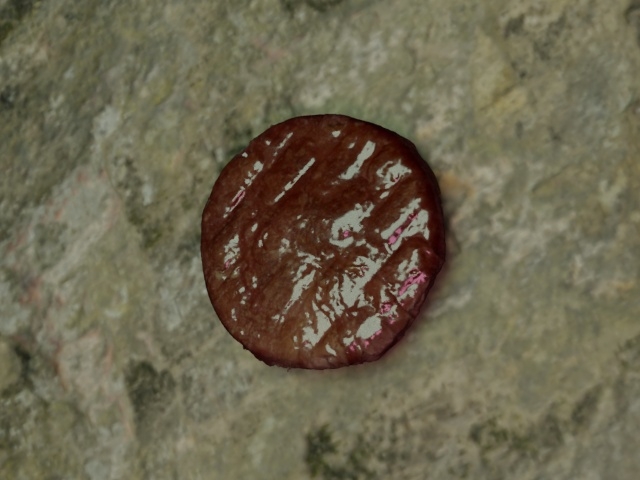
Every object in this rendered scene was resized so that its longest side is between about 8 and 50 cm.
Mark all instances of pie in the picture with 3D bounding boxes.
[{"bbox_3d":[0.000,0.000,1.179,0.182,0.049,0.182,-7,72,24],"label":"pie"}]
